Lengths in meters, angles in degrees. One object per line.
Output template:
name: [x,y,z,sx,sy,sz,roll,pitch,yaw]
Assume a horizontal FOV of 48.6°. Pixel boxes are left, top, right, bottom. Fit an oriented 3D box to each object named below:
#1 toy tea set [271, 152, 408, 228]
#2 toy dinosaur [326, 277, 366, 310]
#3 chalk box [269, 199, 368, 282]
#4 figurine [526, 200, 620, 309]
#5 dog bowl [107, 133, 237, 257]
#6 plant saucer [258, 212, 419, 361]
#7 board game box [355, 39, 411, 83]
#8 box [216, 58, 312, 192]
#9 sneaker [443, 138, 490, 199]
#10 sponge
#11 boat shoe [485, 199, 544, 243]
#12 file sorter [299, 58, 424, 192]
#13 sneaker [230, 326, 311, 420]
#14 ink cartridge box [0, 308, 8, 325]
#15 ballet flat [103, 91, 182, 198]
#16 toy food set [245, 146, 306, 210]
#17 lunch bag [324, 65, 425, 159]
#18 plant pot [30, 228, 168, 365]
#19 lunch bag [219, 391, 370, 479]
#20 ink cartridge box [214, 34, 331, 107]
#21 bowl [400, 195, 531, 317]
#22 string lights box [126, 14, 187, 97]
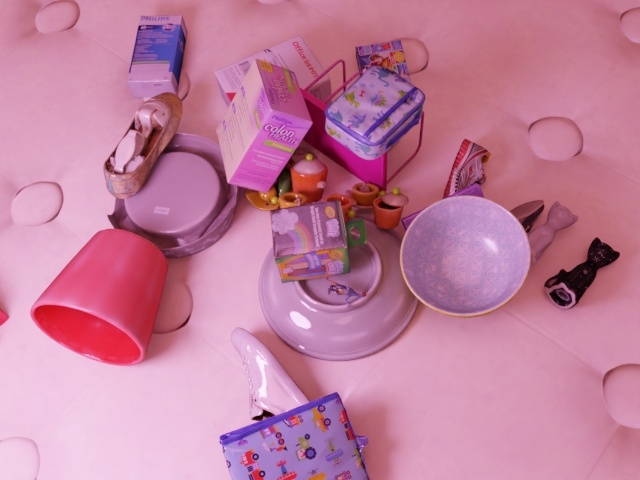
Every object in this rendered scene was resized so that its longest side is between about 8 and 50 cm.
toy tea set: [0.054,-0.130,1.770,0.336,0.124,0.200,7,30,7]
toy dinosaur: [0.061,0.111,1.617,0.082,0.047,0.090,2,50,-14]
chalk box: [0.000,0.000,1.630,0.213,0.132,0.132,-8,60,0]
figurine: [0.583,0.022,1.697,0.209,0.092,0.215,-38,76,-23]
dog bowl: [-0.378,-0.109,1.851,0.349,0.102,0.348,-3,62,5]
plant saucer: [0.043,0.087,1.710,0.401,0.100,0.400,-2,62,3]
board game box: [0.182,-0.481,2.036,0.136,0.035,0.201,-8,61,1]
box: [-0.147,-0.286,1.781,0.117,0.243,0.213,12,41,-30]
sneaker: [0.376,-0.157,1.818,0.093,0.088,0.225,21,69,6]
sponge: [0.315,-0.044,1.749,0.210,0.031,0.117,-26,99,-3]
boat shoe: [0.485,-0.029,1.766,0.206,0.075,0.065,-36,108,-19]
file sorter: [0.108,-0.307,1.857,0.291,0.202,0.182,37,70,22]
sneaker: [-0.135,0.324,1.594,0.123,0.106,0.290,-36,66,-16]
ink cartridge box: [-0.859,0.150,1.737,0.231,0.134,0.078,38,71,21]
ballet flat: [-0.454,-0.269,1.821,0.123,0.123,0.348,15,64,13]
toy food set: [-0.126,-0.187,1.886,0.128,0.071,0.217,12,63,11]
lunch bag: [0.133,-0.305,1.690,0.176,0.090,0.219,40,68,19]
plant pot: [-0.494,0.122,1.662,0.275,0.275,0.243,11,55,11]
lunch bag: [-0.036,0.462,1.472,0.293,0.138,0.220,-19,83,-11]
ink cartridge box: [-0.129,-0.430,1.991,0.273,0.114,0.197,-26,62,-8]
bowl: [0.336,0.055,1.658,0.290,0.156,0.289,-4,70,10]
string lights box: [-0.482,-0.551,2.109,0.134,0.076,0.259,0,62,5]
